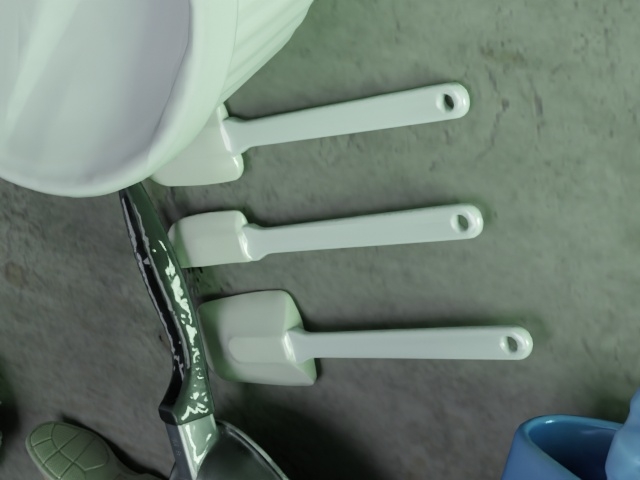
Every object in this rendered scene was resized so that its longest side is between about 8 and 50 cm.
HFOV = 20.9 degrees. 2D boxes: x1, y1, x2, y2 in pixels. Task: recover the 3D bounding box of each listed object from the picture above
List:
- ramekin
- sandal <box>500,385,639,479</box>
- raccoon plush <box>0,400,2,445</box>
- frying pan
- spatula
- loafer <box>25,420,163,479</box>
[{"bbox_3d":[-0.114,-0.166,0.794,0.273,0.127,0.273,23,129,32],"label":"ramekin"},{"bbox_3d":[0.125,0.138,0.785,0.317,0.126,0.138,-31,84,43],"label":"sandal"},{"bbox_3d":[-0.411,0.111,1.212,0.299,0.216,0.446,55,140,13],"label":"raccoon plush"},{"bbox_3d":[-0.042,0.139,0.943,0.197,0.053,0.326,33,144,49],"label":"frying pan"},{"bbox_3d":[0.000,0.000,0.881,0.242,0.019,0.168,-5,107,44],"label":"spatula"},{"bbox_3d":[-0.135,0.158,1.089,0.125,0.045,0.039,26,137,26],"label":"loafer"}]
